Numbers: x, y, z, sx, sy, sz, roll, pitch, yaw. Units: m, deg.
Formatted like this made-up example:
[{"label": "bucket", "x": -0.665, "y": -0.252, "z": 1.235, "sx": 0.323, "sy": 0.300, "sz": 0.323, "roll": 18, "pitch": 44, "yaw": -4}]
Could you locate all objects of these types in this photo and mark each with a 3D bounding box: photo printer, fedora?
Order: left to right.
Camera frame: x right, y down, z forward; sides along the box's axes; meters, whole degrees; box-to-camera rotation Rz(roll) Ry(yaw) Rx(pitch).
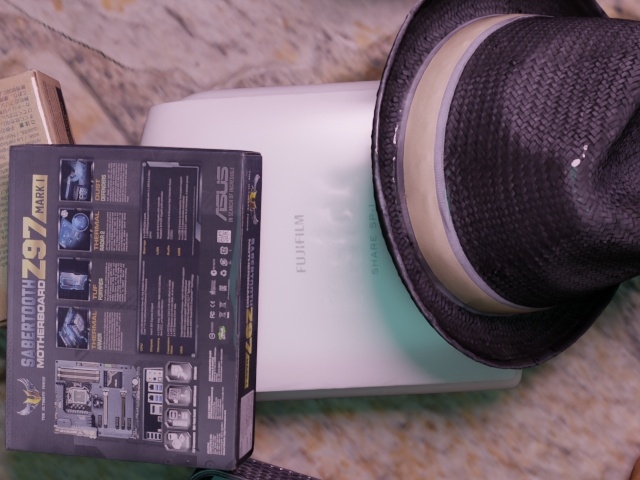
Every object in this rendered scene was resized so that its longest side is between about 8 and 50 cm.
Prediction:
[{"label": "photo printer", "x": 0.000, "y": 0.000, "z": 0.909, "sx": 0.308, "sy": 0.107, "sz": 0.256, "roll": -2, "pitch": 90, "yaw": 1}, {"label": "fedora", "x": 0.192, "y": -0.064, "z": 0.800, "sx": 0.334, "sy": 0.152, "sz": 0.334, "roll": 5, "pitch": 82, "yaw": -43}]

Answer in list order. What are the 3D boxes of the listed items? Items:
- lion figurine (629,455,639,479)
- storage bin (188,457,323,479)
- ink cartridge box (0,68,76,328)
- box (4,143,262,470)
[{"label": "lion figurine", "x": 0.296, "y": 0.287, "z": 0.899, "sx": 0.240, "sy": 0.142, "sz": 0.392, "roll": 7, "pitch": 75, "yaw": 24}, {"label": "storage bin", "x": -0.032, "y": 0.258, "z": 0.922, "sx": 0.180, "sy": 0.084, "sz": 0.122, "roll": 17, "pitch": 90, "yaw": 1}, {"label": "ink cartridge box", "x": -0.308, "y": -0.015, "z": 0.927, "sx": 0.235, "sy": 0.088, "sz": 0.193, "roll": -15, "pitch": 91, "yaw": 1}, {"label": "box", "x": -0.139, "y": 0.046, "z": 0.837, "sx": 0.183, "sy": 0.059, "sz": 0.232, "roll": 2, "pitch": 93, "yaw": 12}]
